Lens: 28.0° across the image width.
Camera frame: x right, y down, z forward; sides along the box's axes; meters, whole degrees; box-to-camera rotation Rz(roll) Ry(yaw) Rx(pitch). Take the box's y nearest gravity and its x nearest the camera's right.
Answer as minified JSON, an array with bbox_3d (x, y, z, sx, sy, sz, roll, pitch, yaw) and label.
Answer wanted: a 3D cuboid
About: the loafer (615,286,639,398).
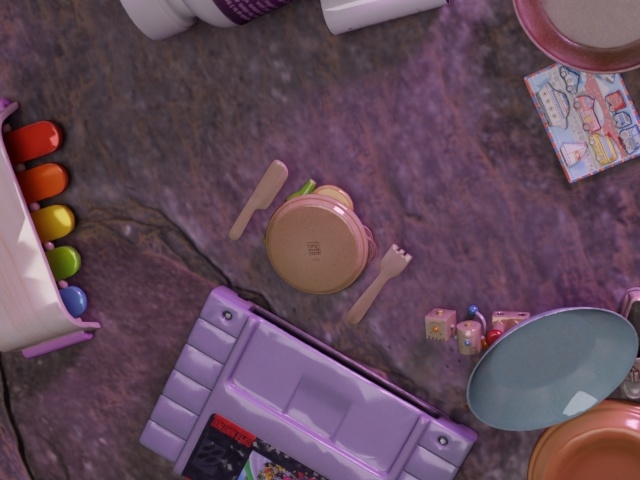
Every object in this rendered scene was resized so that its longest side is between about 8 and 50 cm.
[{"bbox_3d":[0.343,0.115,1.410,0.045,0.039,0.125,2,100,14],"label":"loafer"}]

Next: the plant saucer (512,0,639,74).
[{"bbox_3d":[0.301,-0.274,1.350,0.198,0.036,0.199,1,96,15],"label":"plant saucer"}]

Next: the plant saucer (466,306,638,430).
[{"bbox_3d":[0.243,0.129,1.381,0.195,0.037,0.195,-10,135,-11],"label":"plant saucer"}]

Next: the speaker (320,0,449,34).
[{"bbox_3d":[0.072,-0.267,1.408,0.136,0.055,0.055,-12,96,17],"label":"speaker"}]

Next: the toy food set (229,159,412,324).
[{"bbox_3d":[0.000,0.000,1.490,0.192,0.038,0.132,36,114,1],"label":"toy food set"}]

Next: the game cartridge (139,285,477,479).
[{"bbox_3d":[-0.022,0.238,1.524,0.355,0.068,0.230,29,102,9],"label":"game cartridge"}]

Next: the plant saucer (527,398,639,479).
[{"bbox_3d":[0.331,0.279,1.445,0.200,0.037,0.200,3,100,14],"label":"plant saucer"}]

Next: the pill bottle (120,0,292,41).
[{"bbox_3d":[-0.072,-0.330,1.376,0.301,0.169,0.169,-23,93,17],"label":"pill bottle"}]

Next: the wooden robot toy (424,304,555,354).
[{"bbox_3d":[0.202,0.123,1.438,0.173,0.076,0.079,2,111,15],"label":"wooden robot toy"}]

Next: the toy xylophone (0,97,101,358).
[{"bbox_3d":[-0.408,-0.003,1.571,0.236,0.081,0.323,-9,97,17],"label":"toy xylophone"}]

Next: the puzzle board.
[{"bbox_3d":[0.290,-0.138,1.395,0.096,0.011,0.128,-23,93,18],"label":"puzzle board"}]
